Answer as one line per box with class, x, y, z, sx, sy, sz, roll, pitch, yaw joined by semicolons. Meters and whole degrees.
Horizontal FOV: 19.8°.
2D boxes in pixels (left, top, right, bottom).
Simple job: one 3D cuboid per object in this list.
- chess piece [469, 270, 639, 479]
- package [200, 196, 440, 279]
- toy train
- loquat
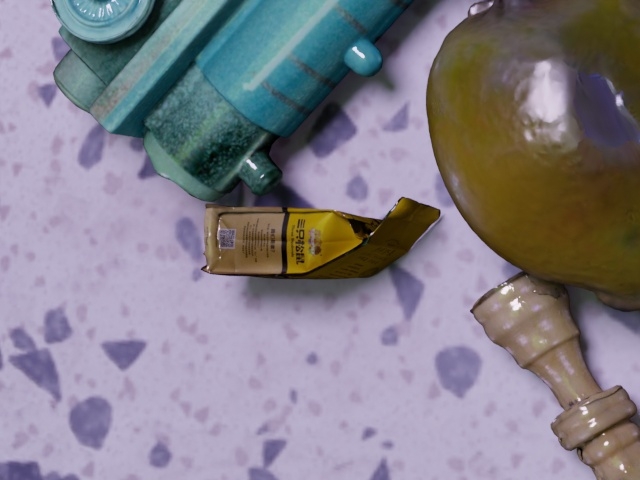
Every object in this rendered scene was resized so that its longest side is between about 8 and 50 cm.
chess piece;0.151;0.097;1.032;0.060;0.060;0.172;-34;77;17
package;0.000;0.001;1.088;0.131;0.071;0.047;1;85;21
toy train;-0.022;-0.163;1.086;0.194;0.120;0.298;46;103;13
loquat;0.141;-0.053;0.997;0.152;0.152;0.195;-26;96;19
